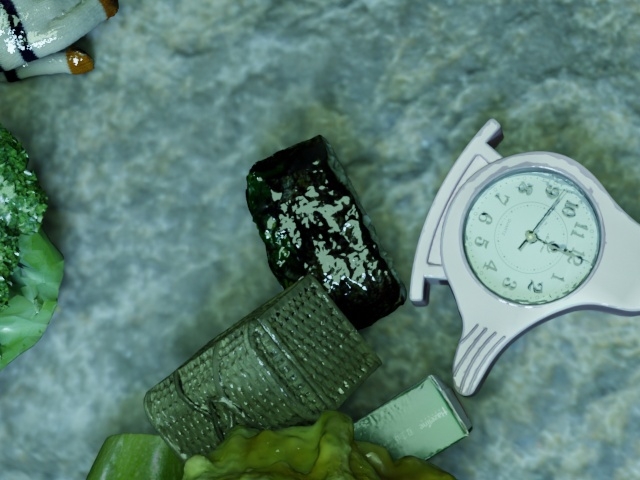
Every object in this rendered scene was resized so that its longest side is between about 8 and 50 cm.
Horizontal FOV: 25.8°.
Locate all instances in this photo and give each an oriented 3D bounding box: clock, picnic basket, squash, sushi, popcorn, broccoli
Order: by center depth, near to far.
[{"bbox_3d":[-0.032,0.303,1.313,0.335,0.279,0.274,-13,78,28],"label":"popcorn"},{"bbox_3d":[-0.069,0.154,1.486,0.196,0.154,0.134,-35,95,39],"label":"picnic basket"},{"bbox_3d":[0.234,0.050,1.541,0.275,0.080,0.290,27,89,11],"label":"clock"},{"bbox_3d":[-0.190,0.283,1.543,0.170,0.170,0.123,1,71,9],"label":"squash"},{"bbox_3d":[-0.440,0.018,1.543,0.310,0.321,0.413,0,67,0],"label":"broccoli"},{"bbox_3d":[0.000,0.000,1.557,0.127,0.124,0.225,-26,83,2],"label":"sushi"}]

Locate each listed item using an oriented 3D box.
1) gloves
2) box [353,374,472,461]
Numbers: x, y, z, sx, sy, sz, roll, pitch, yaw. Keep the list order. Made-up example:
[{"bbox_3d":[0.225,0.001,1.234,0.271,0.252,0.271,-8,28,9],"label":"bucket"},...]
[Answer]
[{"bbox_3d":[-0.350,-0.261,1.640,0.218,0.131,0.140,-12,85,16],"label":"gloves"},{"bbox_3d":[0.064,0.227,1.518,0.199,0.135,0.081,-31,81,5],"label":"box"}]
